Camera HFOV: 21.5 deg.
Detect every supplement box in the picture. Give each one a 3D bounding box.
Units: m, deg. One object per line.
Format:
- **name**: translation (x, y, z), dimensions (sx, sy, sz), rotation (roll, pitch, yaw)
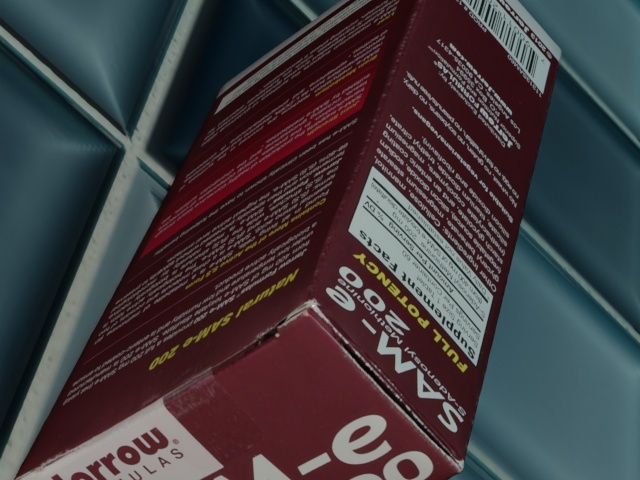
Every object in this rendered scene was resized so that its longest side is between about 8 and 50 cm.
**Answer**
- **supplement box**: translation (0.000, 0.000, 0.576), dimensions (0.073, 0.130, 0.239), rotation (46, 35, -18)
